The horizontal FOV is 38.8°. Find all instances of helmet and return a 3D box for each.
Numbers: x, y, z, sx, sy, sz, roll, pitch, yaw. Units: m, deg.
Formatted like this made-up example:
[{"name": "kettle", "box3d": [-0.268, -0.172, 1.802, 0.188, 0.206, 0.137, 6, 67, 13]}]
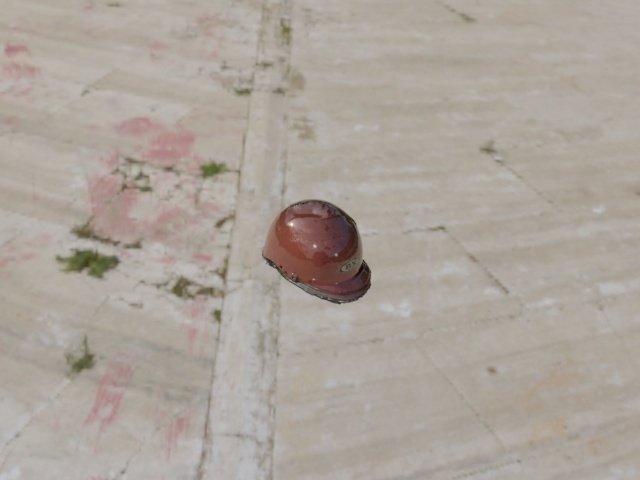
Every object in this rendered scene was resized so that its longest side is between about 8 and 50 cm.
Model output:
[{"name": "helmet", "box3d": [0.001, 0.000, 0.616, 0.084, 0.049, 0.065, 32, 38, 27]}]
